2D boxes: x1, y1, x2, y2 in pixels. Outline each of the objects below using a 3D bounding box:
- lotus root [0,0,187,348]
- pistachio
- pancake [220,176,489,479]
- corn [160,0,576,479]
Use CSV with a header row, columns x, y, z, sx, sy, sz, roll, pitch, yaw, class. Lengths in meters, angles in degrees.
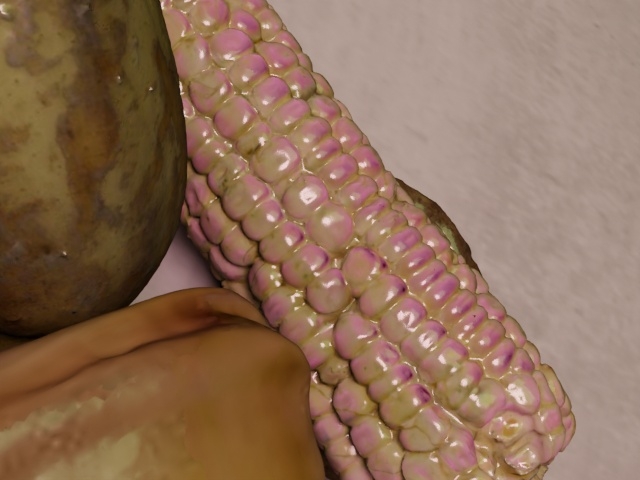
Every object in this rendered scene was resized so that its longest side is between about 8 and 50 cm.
x,y,z,sx,sy,sz,roll,pitch,yaw,class
-0.137,-0.070,0.560,0.173,0.173,0.309,-42,132,-39,lotus root
-0.118,0.125,0.508,0.260,0.213,0.163,-13,41,-35,pistachio
0.027,0.046,0.756,0.199,0.021,0.199,14,63,-29,pancake
-0.002,0.001,0.674,0.126,0.126,0.335,-30,82,-40,corn
